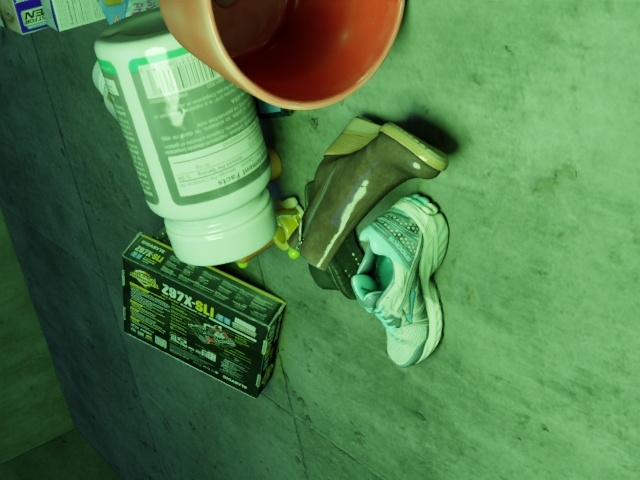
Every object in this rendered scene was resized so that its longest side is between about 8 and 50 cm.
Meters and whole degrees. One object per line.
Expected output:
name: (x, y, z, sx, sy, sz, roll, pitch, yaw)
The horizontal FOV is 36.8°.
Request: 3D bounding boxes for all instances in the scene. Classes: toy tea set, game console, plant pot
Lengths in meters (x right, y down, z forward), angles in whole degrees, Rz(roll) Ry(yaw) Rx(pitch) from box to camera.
toy tea set: (-0.151, -0.105, 1.631, 0.200, 0.124, 0.336, -21, 93, 62)
game console: (-0.107, -0.239, 1.504, 0.122, 0.071, 0.107, 8, 111, 59)
plant pot: (-0.071, -0.310, 1.190, 0.243, 0.275, 0.275, 22, 130, 57)

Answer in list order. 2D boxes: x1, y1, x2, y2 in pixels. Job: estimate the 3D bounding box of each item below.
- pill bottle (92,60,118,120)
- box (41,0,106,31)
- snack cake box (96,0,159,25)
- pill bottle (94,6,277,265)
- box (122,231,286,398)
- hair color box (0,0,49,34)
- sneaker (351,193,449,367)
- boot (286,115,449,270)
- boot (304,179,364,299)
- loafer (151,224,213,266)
pill bottle: (-0.334, -0.269, 1.815, 0.229, 0.131, 0.131, 44, 146, 35)
box: (-0.476, -0.491, 1.880, 0.072, 0.137, 0.126, 32, 137, 48)
snack cake box: (-0.329, -0.491, 1.677, 0.152, 0.089, 0.264, 57, 151, 14)
pill bottle: (-0.189, -0.157, 1.441, 0.204, 0.204, 0.361, 26, 137, 51)
box: (-0.235, 0.151, 1.882, 0.322, 0.079, 0.257, 25, 138, 11)
hair color box: (-0.716, -0.660, 2.203, 0.185, 0.110, 0.339, 27, 136, 48)
sneaker: (0.095, 0.071, 1.341, 0.110, 0.122, 0.283, 37, 141, 43)
boot: (0.056, -0.050, 1.245, 0.207, 0.090, 0.248, -63, 27, 2)
boot: (0.000, 0.000, 1.513, 0.137, 0.076, 0.198, 3, 113, 65)
loafer: (-0.289, 0.039, 1.968, 0.133, 0.130, 0.366, 35, 140, -4)
